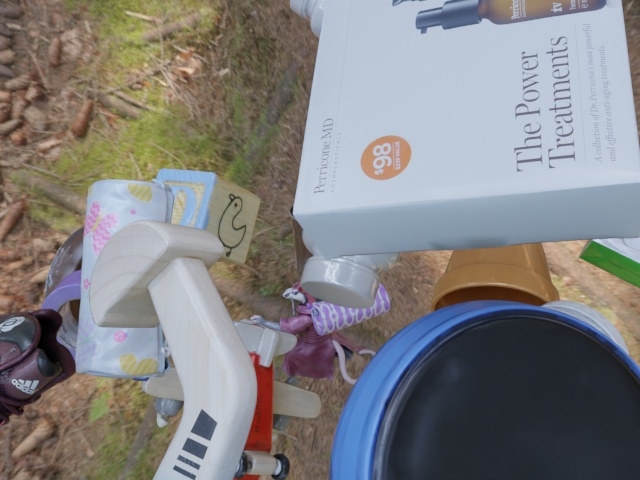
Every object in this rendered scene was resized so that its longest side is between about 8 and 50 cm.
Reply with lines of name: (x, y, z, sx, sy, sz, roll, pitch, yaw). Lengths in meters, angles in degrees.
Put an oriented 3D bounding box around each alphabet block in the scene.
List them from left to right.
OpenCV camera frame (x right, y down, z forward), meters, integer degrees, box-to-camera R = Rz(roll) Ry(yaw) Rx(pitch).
alphabet block: (-0.297, -0.058, 1.783, 0.193, 0.197, 0.192, 10, 81, 32)

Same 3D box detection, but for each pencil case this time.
pencil case: (-0.261, 0.053, 0.961, 0.124, 0.113, 0.273, -5, 80, 25)
pencil case: (0.070, 0.166, 1.761, 0.206, 0.086, 0.088, -15, 52, -18)

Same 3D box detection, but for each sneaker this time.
sneaker: (-0.321, 0.154, 0.642, 0.163, 0.281, 0.106, -15, 126, 20)

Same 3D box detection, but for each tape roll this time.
tape roll: (-0.467, 0.157, 1.455, 0.189, 0.080, 0.189, 1, 113, 2)

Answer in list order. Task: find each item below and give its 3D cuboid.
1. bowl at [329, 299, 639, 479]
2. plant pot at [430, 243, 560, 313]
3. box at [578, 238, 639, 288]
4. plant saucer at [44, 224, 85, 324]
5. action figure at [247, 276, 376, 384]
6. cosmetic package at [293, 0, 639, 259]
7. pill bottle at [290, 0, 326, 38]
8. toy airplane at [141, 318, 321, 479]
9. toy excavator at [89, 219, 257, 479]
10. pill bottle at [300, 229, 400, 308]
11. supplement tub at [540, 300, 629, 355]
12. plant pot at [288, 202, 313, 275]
bowl: (0.205, 0.251, 0.738, 0.391, 0.077, 0.391, 4, 75, -15)
plant pot: (0.414, 0.092, 1.670, 0.291, 0.291, 0.203, 11, 59, 3)
box: (0.802, -0.008, 1.714, 0.262, 0.127, 0.231, 29, 73, 14)
plant saucer: (-0.571, 0.110, 1.813, 0.050, 0.310, 0.310, 13, 91, 22)
action figure: (-0.017, 0.245, 1.935, 0.276, 0.370, 0.248, 25, 53, 27)
cosmetic package: (0.141, -0.174, 0.689, 0.284, 0.097, 0.377, -6, 59, 22)
pill bottle: (0.061, -0.388, 1.250, 0.221, 0.124, 0.124, 36, 92, 12)
toy airplane: (-0.198, 0.372, 1.682, 0.272, 0.384, 0.386, -18, 107, 45)
toy excavator: (-0.107, 0.256, 0.647, 0.433, 0.222, 0.445, 32, 102, 34)
pill bottle: (0.069, -0.050, 1.250, 0.176, 0.176, 0.318, 15, 70, 3)
supplement tub: (0.344, 0.249, 1.162, 0.235, 0.325, 0.235, 22, 123, 37)
plant pot: (0.000, 0.000, 1.789, 0.167, 0.167, 0.165, 5, 117, 3)
